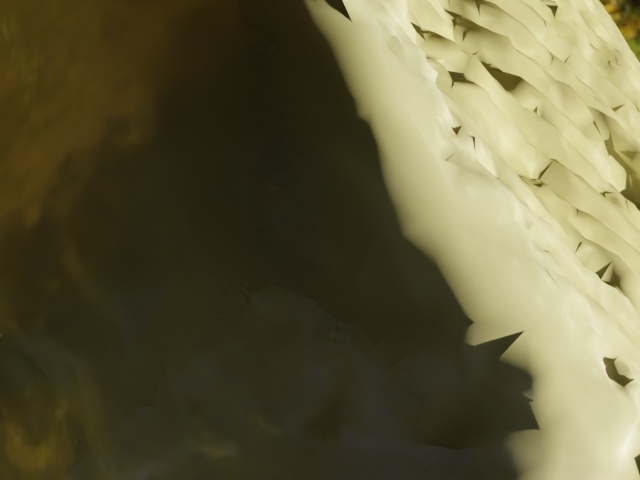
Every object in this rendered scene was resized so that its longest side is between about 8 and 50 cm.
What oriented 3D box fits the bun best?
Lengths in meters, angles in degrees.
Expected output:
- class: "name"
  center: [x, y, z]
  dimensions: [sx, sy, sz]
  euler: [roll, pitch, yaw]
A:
- class: "bun"
  center: [0.000, 0.000, 0.565]
  dimensions: [0.211, 0.360, 0.359]
  euler: [-36, 136, 24]
